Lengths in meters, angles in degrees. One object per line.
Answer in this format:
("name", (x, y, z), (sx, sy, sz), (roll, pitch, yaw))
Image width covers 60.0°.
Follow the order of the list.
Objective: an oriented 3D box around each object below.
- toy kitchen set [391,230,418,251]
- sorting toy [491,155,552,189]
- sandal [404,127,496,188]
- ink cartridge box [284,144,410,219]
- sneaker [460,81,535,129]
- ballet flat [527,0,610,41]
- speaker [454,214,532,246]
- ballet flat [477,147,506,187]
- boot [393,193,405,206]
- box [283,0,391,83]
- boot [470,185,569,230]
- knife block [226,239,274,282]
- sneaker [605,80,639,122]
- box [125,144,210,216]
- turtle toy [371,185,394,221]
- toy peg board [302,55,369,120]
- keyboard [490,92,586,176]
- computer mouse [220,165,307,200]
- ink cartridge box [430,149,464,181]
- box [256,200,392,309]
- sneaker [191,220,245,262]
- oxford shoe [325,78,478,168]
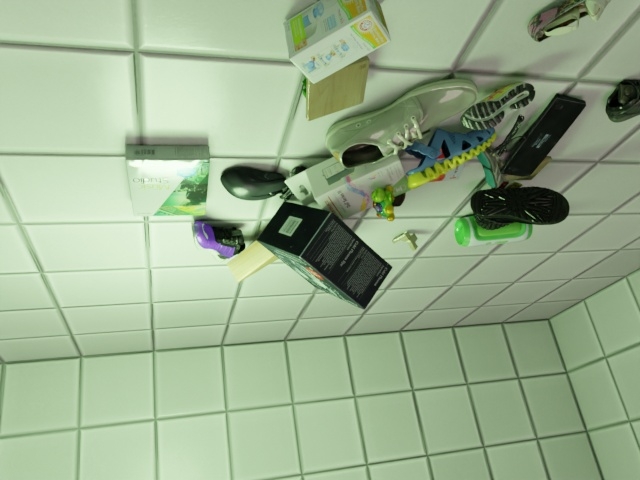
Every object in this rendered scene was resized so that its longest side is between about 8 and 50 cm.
("toy kitchen set", (0.364, 0.005, 2.354), (0.075, 0.083, 0.068), (-30, -170, 37))
("sorting toy", (0.704, -0.260, 1.936), (0.132, 0.046, 0.274), (-2, 153, -15))
("sandal", (0.385, -0.283, 1.685), (0.317, 0.138, 0.126), (-27, 180, -7))
("ink cartridge box", (0.089, -0.175, 1.755), (0.353, 0.119, 0.207), (-24, 153, 10))
("sneaker", (0.494, -0.379, 1.561), (0.208, 0.094, 0.081), (-22, 112, 18))
("ballet flat", (0.597, -0.531, 1.291), (0.221, 0.079, 0.077), (-25, 150, 29))
("speaker", (0.712, -0.046, 2.291), (0.296, 0.131, 0.131), (-5, 154, -9))
("ballet flat", (0.575, -0.262, 1.865), (0.068, 0.072, 0.213), (-42, 136, -3))
("boot", (0.221, -0.156, 1.907), (0.106, 0.082, 0.219), (3, 170, -9))
("box", (0.035, -0.455, 1.208), (0.203, 0.114, 0.103), (-22, 151, 24))
("boot", (0.735, -0.109, 2.058), (0.347, 0.131, 0.260), (9, 172, 25))
("knife block", (-0.208, 0.033, 2.071), (0.275, 0.088, 0.242), (-31, 173, -17))
("sneaker", (0.950, -0.430, 1.620), (0.227, 0.087, 0.130), (-20, 160, 32))
("box", (-0.461, -0.174, 1.688), (0.232, 0.059, 0.322), (-2, 155, -15))
("turtle toy", (0.193, -0.120, 1.709), (0.066, 0.095, 0.130), (-3, 154, 11))
("toy peg board", (0.027, -0.401, 1.390), (0.160, 0.079, 0.161), (-21, 158, -12))
("keyboard", (0.659, -0.325, 1.737), (0.201, 0.033, 0.317), (5, 139, -19))
("computer mouse", (-0.184, -0.172, 1.774), (0.272, 0.072, 0.188), (2, 153, -24))
("ink cartridge box", (0.412, -0.258, 1.842), (0.145, 0.045, 0.179), (-7, 157, -8))
("box", (0.007, 0.044, 1.860), (0.312, 0.179, 0.343), (40, 169, -28))
("sneaker", (-0.360, -0.014, 2.025), (0.146, 0.102, 0.293), (-17, 160, 9))
("oxford shoe", (0.229, -0.316, 1.559), (0.449, 0.130, 0.169), (-20, 151, 16))
